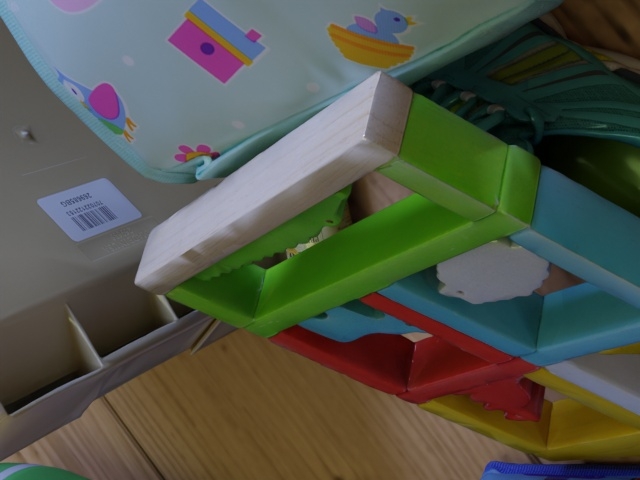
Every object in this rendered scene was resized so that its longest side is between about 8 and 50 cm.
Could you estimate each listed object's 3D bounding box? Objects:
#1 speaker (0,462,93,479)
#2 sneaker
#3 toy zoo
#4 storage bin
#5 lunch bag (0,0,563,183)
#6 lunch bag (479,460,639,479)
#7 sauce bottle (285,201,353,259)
[{"bbox_3d":[-0.108,0.235,0.738,0.297,0.131,0.131,14,112,28],"label":"speaker"},{"bbox_3d":[0.084,-0.055,0.537,0.275,0.110,0.107,23,117,25],"label":"sneaker"},{"bbox_3d":[0.089,0.040,0.504,0.293,0.030,0.192,26,152,-23],"label":"toy zoo"},{"bbox_3d":[-0.181,-0.017,0.625,0.260,0.262,0.123,47,122,11],"label":"storage bin"},{"bbox_3d":[-0.037,-0.164,0.426,0.223,0.160,0.262,-20,98,41],"label":"lunch bag"},{"bbox_3d":[0.177,0.189,0.488,0.293,0.221,0.138,-14,101,34],"label":"lunch bag"},{"bbox_3d":[0.000,0.000,0.650,0.042,0.042,0.128,-9,100,34],"label":"sauce bottle"}]
